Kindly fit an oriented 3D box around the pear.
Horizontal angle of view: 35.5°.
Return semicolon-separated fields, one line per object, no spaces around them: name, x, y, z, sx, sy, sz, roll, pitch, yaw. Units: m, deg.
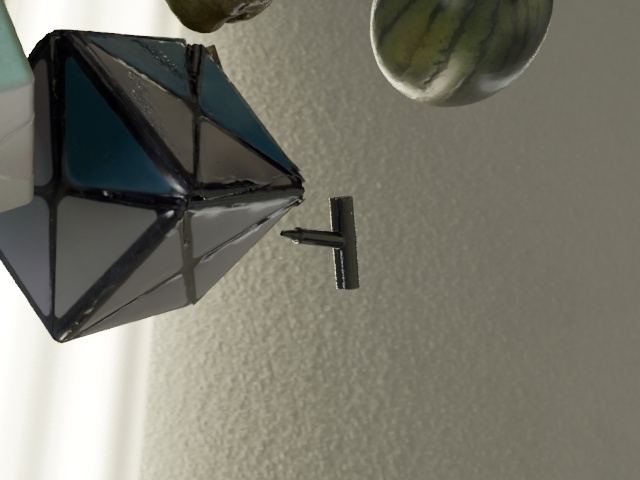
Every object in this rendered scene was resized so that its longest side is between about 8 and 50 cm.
pear;-0.125;-0.346;1.289;0.167;0.167;0.136;-29;-82;-51

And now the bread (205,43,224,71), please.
bread;-0.199;-0.315;1.832;0.047;0.036;0.083;-44;-59;-45

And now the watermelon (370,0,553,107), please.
watermelon;0.223;-0.362;1.635;0.279;0.359;0.278;9;-116;-20

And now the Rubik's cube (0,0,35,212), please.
Rubik's cube;-0.495;-0.182;1.030;0.322;0.319;0.315;-21;-103;-22

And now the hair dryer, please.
hair dryer;-0.002;0.015;1.783;0.195;0.050;0.173;-13;-82;-49

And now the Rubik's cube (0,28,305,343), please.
Rubik's cube;-0.258;-0.084;1.353;0.305;0.310;0.307;54;-152;13
